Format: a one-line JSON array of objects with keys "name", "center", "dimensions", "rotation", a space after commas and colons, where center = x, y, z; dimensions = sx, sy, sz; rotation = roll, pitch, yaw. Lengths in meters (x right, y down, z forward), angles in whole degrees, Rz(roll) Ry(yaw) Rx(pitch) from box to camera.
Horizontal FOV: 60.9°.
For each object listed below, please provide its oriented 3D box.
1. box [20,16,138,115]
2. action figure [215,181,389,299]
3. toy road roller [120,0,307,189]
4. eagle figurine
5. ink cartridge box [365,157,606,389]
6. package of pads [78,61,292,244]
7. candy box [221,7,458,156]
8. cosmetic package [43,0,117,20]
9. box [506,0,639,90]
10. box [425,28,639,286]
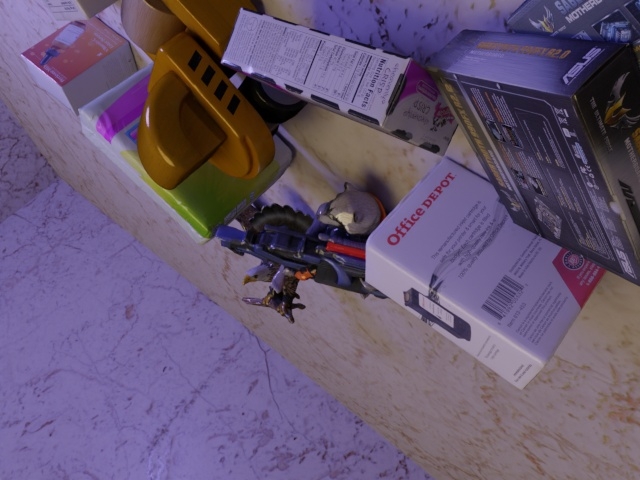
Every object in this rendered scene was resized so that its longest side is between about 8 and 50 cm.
[{"name": "box", "center": [-0.495, -0.368, 1.130], "dimensions": [0.130, 0.170, 0.091], "rotation": [37, 157, 13]}, {"name": "action figure", "center": [0.000, 0.000, 0.947], "dimensions": [0.341, 0.179, 0.330], "rotation": [18, 153, -7]}, {"name": "toy road roller", "center": [-0.193, -0.225, 0.778], "dimensions": [0.329, 0.240, 0.202], "rotation": [48, 157, -11]}, {"name": "eagle figurine", "center": [-0.100, 0.028, 1.205], "dimensions": [0.226, 0.225, 0.298], "rotation": [-2, 108, 6]}, {"name": "ink cartridge box", "center": [0.196, 0.033, 0.668], "dimensions": [0.237, 0.172, 0.100], "rotation": [35, 156, 21]}, {"name": "package of pads", "center": [-0.223, -0.170, 0.946], "dimensions": [0.296, 0.229, 0.101], "rotation": [44, 153, 0]}, {"name": "candy box", "center": [0.027, -0.178, 0.613], "dimensions": [0.233, 0.071, 0.159], "rotation": [30, -166, 30]}, {"name": "cosmetic package", "center": [-0.449, -0.520, 0.862], "dimensions": [0.160, 0.113, 0.309], "rotation": [22, 150, 42]}, {"name": "box", "center": [0.244, -0.135, 0.350], "dimensions": [0.183, 0.059, 0.232], "rotation": [45, 177, -4]}, {"name": "box", "center": [0.213, -0.075, 0.493], "dimensions": [0.231, 0.056, 0.183], "rotation": [49, 178, -32]}]
